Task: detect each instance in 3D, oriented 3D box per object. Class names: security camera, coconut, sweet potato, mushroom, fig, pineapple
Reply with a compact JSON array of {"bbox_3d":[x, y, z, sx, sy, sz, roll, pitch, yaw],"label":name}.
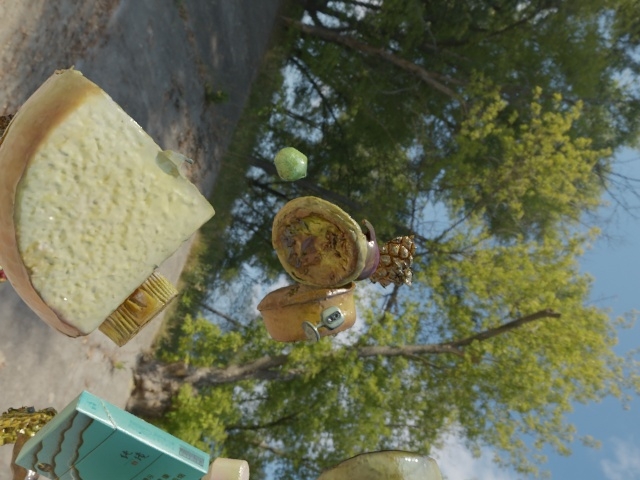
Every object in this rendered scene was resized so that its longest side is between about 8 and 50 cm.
[{"bbox_3d":[0.010,0.181,1.135,0.092,0.058,0.058,-34,-177,-27],"label":"security camera"},{"bbox_3d":[-0.327,0.811,1.725,0.147,0.153,0.147,2,90,-85],"label":"coconut"},{"bbox_3d":[-0.662,0.533,1.142,0.068,0.068,0.226,-55,-140,32],"label":"sweet potato"},{"bbox_3d":[-0.074,-0.193,1.308,0.088,0.096,0.088,-42,-160,20],"label":"coconut"},{"bbox_3d":[0.104,0.601,1.142,0.292,0.217,0.212,-33,-133,39],"label":"mushroom"},{"bbox_3d":[0.125,0.027,1.618,0.207,0.175,0.175,-50,-158,19],"label":"fig"},{"bbox_3d":[0.245,0.108,1.848,0.250,0.140,0.164,-47,-134,41],"label":"pineapple"}]

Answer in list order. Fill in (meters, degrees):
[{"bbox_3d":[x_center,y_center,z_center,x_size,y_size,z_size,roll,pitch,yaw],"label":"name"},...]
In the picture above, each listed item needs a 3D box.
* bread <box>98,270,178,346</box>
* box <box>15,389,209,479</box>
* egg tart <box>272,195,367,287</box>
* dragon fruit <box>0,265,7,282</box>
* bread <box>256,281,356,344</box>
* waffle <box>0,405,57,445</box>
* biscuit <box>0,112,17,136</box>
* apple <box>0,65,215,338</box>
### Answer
[{"bbox_3d":[-0.668,0.237,1.841,0.288,0.156,0.204,-46,-178,-18],"label":"bread"},{"bbox_3d":[-0.311,0.333,0.774,0.162,0.229,0.041,-40,-153,18],"label":"box"},{"bbox_3d":[0.000,0.000,1.445,0.290,0.290,0.115,-55,180,33],"label":"egg tart"},{"bbox_3d":[-0.926,0.072,1.474,0.116,0.081,0.086,-56,-148,22],"label":"dragon fruit"},{"bbox_3d":[-0.030,0.228,1.636,0.179,0.340,0.194,-165,-114,-80],"label":"bread"},{"bbox_3d":[-0.814,0.485,1.333,0.229,0.232,0.051,-1,-89,62],"label":"waffle"},{"bbox_3d":[-0.623,-0.251,1.079,0.064,0.199,0.034,-18,102,-75],"label":"biscuit"},{"bbox_3d":[-0.289,-0.050,0.668,0.309,0.252,0.314,16,-76,55],"label":"apple"}]
